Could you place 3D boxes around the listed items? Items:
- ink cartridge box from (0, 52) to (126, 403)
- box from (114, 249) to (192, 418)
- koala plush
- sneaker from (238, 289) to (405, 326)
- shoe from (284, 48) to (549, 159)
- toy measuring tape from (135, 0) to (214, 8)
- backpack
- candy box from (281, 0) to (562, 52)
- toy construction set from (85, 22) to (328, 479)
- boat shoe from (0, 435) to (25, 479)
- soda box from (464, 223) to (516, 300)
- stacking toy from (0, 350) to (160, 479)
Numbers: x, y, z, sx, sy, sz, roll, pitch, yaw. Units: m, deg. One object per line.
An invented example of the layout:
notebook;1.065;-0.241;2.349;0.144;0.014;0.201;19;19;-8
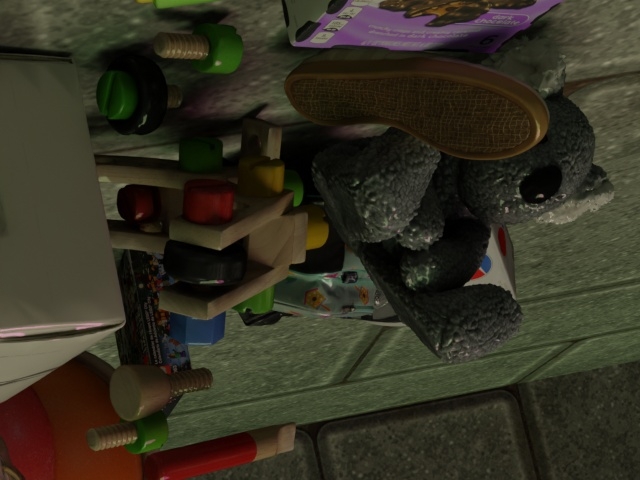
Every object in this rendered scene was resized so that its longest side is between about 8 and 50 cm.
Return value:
ink cartridge box;-0.269;0.012;0.998;0.117;0.207;0.283;-3;163;-37
box;-0.192;0.105;1.503;0.044;0.159;0.233;-8;164;-16
koala plush;0.125;-0.051;1.091;0.221;0.196;0.203;-33;-158;-6
sneaker;0.005;0.047;1.423;0.268;0.101;0.153;2;-173;40
shoe;0.070;-0.109;0.955;0.219;0.076;0.058;14;-131;38
toy measuring tape;-0.065;-0.189;0.606;0.121;0.121;0.330;-10;165;-7
backpack;0.000;0.000;1.281;0.166;0.144;0.188;8;-170;35
candy box;0.090;-0.187;0.820;0.165;0.070;0.196;-3;163;-31
toy construction set;-0.073;0.018;1.056;0.237;0.309;0.257;-5;172;-44
boat shoe;-0.301;0.201;1.107;0.109;0.098;0.302;-7;155;3
soda box;0.128;-0.025;1.266;0.069;0.074;0.216;-10;139;16
stacking toy;-0.405;0.216;1.302;0.351;0.350;0.480;-17;153;19
